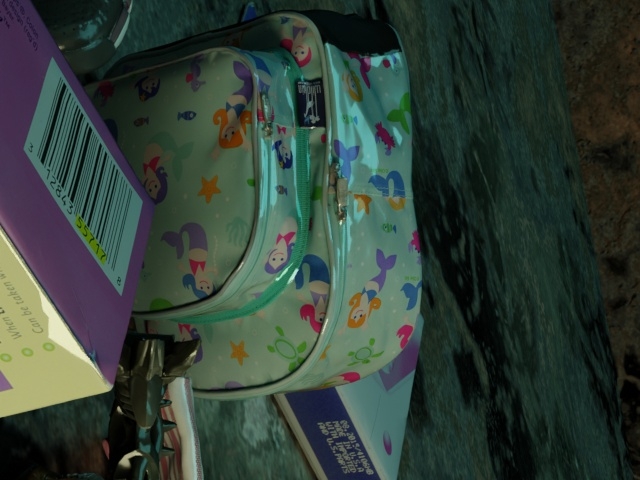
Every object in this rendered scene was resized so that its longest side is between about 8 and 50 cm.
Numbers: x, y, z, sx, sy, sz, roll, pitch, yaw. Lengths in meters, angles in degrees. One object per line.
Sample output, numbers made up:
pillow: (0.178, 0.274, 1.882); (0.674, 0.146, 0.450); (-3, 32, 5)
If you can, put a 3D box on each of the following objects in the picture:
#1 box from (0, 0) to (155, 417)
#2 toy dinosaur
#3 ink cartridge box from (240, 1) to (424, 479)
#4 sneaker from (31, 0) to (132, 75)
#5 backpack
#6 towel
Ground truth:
box: (-0.225, -0.025, 0.794); (0.117, 0.243, 0.213); (-83, 151, -48)
toy dinosaur: (-0.160, 0.156, 1.066); (0.322, 0.164, 0.218); (179, -88, -73)
ink cartridge box: (0.000, 0.000, 1.689); (0.330, 0.071, 0.324); (-76, 147, -51)
sneaker: (-0.176, -0.244, 1.234); (0.162, 0.106, 0.281); (94, -10, -48)
backpack: (-0.047, -0.018, 1.337); (0.191, 0.225, 0.253); (-9, 90, -49)
towel: (-0.098, 0.169, 1.196); (0.197, 0.029, 0.144); (132, -49, -69)
